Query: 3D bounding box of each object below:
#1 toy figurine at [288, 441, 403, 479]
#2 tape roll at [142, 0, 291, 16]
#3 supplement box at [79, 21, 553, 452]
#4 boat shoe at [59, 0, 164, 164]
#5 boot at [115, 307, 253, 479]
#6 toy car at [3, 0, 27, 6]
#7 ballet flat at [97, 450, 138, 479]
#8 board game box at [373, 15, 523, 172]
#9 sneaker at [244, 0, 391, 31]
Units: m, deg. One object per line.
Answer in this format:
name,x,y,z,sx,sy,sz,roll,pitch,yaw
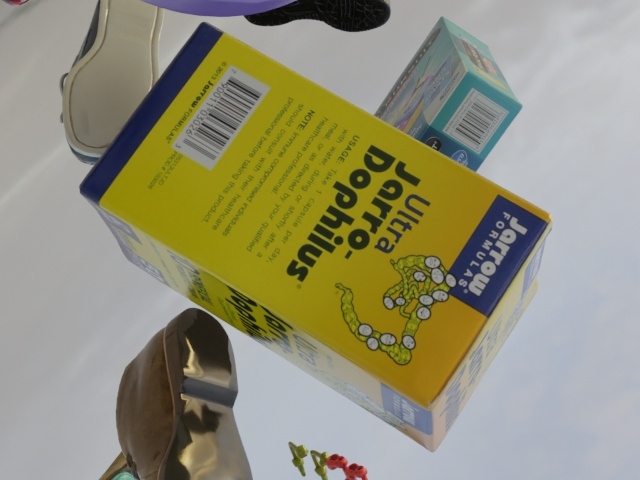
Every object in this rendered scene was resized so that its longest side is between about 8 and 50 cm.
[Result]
toy figurine,-0.005,0.466,2.013,0.217,0.191,0.362,-36,-156,-26
tape roll,-0.041,-0.195,0.576,0.189,0.189,0.080,-46,-168,-4
supplement box,0.000,0.000,1.167,0.195,0.356,0.194,-56,165,-13
boat shoe,-0.217,-0.168,1.350,0.079,0.095,0.254,120,-24,-48
boot,-0.145,0.223,1.318,0.115,0.112,0.305,-32,-135,30
toy car,-0.246,-0.331,1.024,0.053,0.225,0.239,-13,-142,21
ballet flat,-0.256,0.321,1.791,0.073,0.080,0.232,-10,-145,54
board game box,0.115,-0.116,1.569,0.254,0.079,0.336,-55,-169,16
sneaker,-0.017,-0.246,1.264,0.170,0.051,0.089,1,-135,3
